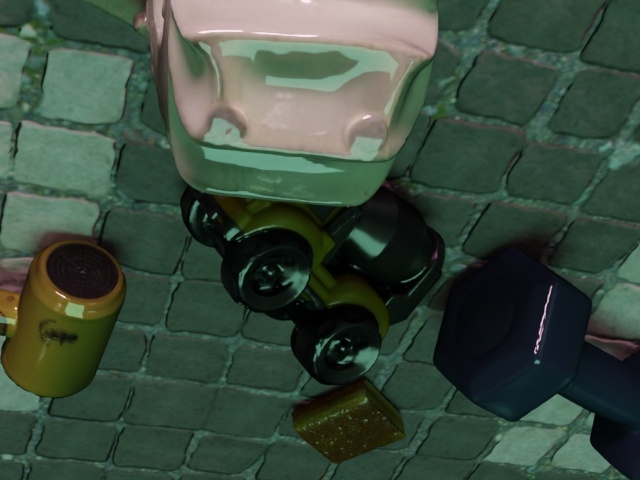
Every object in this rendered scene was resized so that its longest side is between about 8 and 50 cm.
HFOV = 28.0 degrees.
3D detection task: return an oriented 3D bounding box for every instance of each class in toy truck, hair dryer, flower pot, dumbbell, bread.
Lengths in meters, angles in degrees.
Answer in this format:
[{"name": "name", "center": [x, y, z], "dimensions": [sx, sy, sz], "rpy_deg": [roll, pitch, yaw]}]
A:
[{"name": "toy truck", "center": [0.000, 0.000, 1.094], "dimensions": [0.165, 0.147, 0.224], "rpy_deg": [-41, 130, 2]}, {"name": "hair dryer", "center": [-0.319, 0.046, 1.139], "dimensions": [0.279, 0.090, 0.135], "rpy_deg": [15, 135, -14]}, {"name": "flower pot", "center": [-0.012, -0.214, 0.717], "dimensions": [0.165, 0.254, 0.367], "rpy_deg": [3, 107, -8]}, {"name": "dumbbell", "center": [0.265, 0.134, 1.259], "dimensions": [0.325, 0.160, 0.144], "rpy_deg": [28, 156, -34]}, {"name": "bread", "center": [0.031, 0.195, 1.378], "dimensions": [0.094, 0.035, 0.090], "rpy_deg": [-26, 135, 21]}]

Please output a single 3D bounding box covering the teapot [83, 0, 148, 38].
[{"name": "teapot", "center": [-0.130, -0.185, 0.878], "dimensions": [0.200, 0.107, 0.077], "rpy_deg": [25, 128, -31]}]
